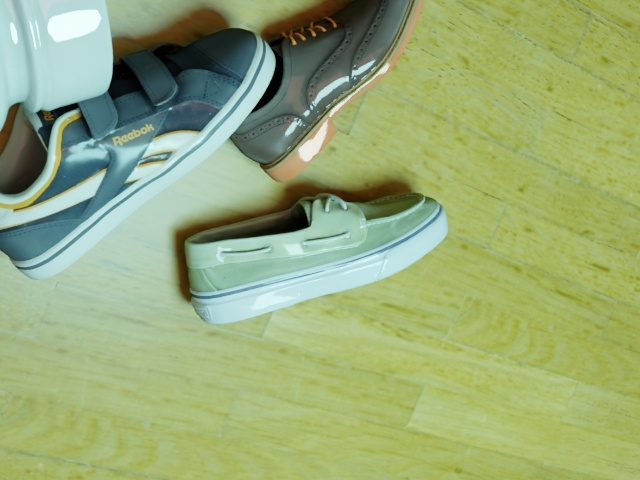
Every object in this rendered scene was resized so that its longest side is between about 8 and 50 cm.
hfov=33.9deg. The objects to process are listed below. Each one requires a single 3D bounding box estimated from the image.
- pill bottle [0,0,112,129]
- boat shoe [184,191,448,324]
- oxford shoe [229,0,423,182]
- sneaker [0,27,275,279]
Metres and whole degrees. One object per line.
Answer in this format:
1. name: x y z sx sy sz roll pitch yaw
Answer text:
1. pill bottle: -0.376 -0.156 0.800 0.392 0.224 0.224 -18 115 -22
2. boat shoe: 0.000 0.000 1.129 0.302 0.109 0.094 -20 114 -18
3. oxford shoe: 0.007 -0.192 1.074 0.098 0.097 0.271 37 88 -27
4. sneaker: -0.188 -0.109 0.976 0.321 0.126 0.127 -43 127 -7
